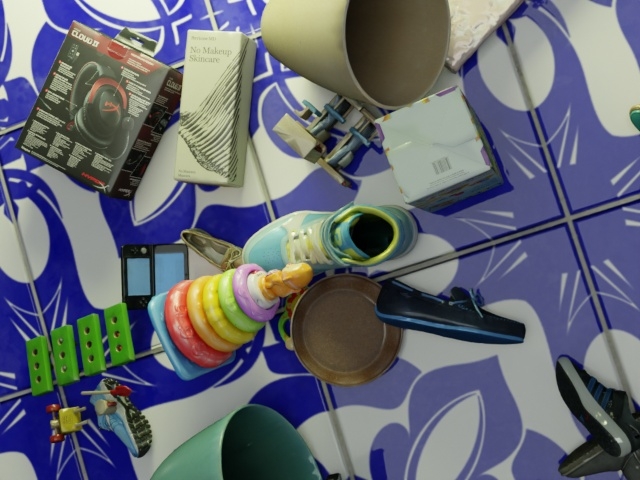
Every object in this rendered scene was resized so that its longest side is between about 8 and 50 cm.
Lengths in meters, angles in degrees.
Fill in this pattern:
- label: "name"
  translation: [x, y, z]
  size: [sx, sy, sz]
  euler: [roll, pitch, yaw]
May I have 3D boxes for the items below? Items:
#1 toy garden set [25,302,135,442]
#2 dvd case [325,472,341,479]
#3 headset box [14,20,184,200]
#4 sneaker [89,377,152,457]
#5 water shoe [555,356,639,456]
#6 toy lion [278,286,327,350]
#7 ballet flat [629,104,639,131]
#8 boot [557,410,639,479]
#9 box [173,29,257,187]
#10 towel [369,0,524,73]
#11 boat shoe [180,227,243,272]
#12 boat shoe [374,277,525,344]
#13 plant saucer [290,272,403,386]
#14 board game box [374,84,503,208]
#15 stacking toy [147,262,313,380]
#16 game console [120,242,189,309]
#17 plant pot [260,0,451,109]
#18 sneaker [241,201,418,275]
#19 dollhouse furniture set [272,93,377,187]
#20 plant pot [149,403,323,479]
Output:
- label: "toy garden set"
  translation: [-0.428, 0.249, 1.896]
  size: [0.244, 0.049, 0.203]
  euler: [-21, 71, 26]
- label: "dvd case"
  translation: [0.033, 0.497, 1.719]
  size: [0.030, 0.238, 0.179]
  euler: [-11, 86, 2]
- label: "headset box"
  translation: [-0.397, -0.252, 1.910]
  size: [0.218, 0.110, 0.293]
  euler: [27, 94, 12]
- label: "sneaker"
  translation: [-0.375, 0.339, 1.920]
  size: [0.073, 0.063, 0.162]
  euler: [-42, 71, 19]
- label: "water shoe"
  translation: [0.462, 0.269, 1.692]
  size: [0.080, 0.073, 0.203]
  euler: [-17, 47, -14]
- label: "toy lion"
  translation: [-0.034, 0.137, 1.855]
  size: [0.100, 0.034, 0.096]
  euler: [-34, 74, 11]
- label: "ballet flat"
  translation: [0.622, -0.171, 1.697]
  size: [0.232, 0.080, 0.073]
  euler: [34, 68, 10]
- label: "boot"
  translation: [0.525, 0.411, 1.699]
  size: [0.190, 0.076, 0.208]
  euler: [-34, 88, 12]
- label: "box"
  translation: [-0.190, -0.237, 1.869]
  size: [0.113, 0.094, 0.275]
  euler: [4, 90, 14]
- label: "towel"
  translation: [0.223, -0.508, 1.802]
  size: [0.332, 0.053, 0.317]
  euler: [43, 99, 11]
- label: "boat shoe"
  translation: [-0.186, 0.023, 1.883]
  size: [0.153, 0.048, 0.056]
  euler: [32, 96, 12]
- label: "boat shoe"
  translation: [0.224, 0.116, 1.750]
  size: [0.258, 0.109, 0.089]
  euler: [13, 74, 4]
- label: "plant saucer"
  translation: [0.045, 0.158, 1.807]
  size: [0.199, 0.036, 0.198]
  euler: [1, 81, -6]
- label: "board game box"
  translation: [0.200, -0.141, 1.680]
  size: [0.144, 0.275, 0.142]
  euler: [-22, 83, 12]
- label: "stacking toy"
  translation: [-0.134, 0.105, 1.763]
  size: [0.302, 0.175, 0.165]
  euler: [-29, 83, 31]
- label: "game console"
  translation: [-0.306, 0.066, 1.901]
  size: [0.071, 0.107, 0.122]
  euler: [-5, 86, 42]
- label: "plant pot"
  translation: [0.035, -0.357, 1.741]
  size: [0.274, 0.256, 0.256]
  euler: [13, 91, 46]
- label: "sneaker"
  translation: [0.000, 0.000, 1.754]
  size: [0.319, 0.208, 0.127]
  euler: [-14, 88, 10]
- label: "dollhouse furniture set"
  translation: [0.028, -0.184, 1.769]
  size: [0.129, 0.184, 0.129]
  euler: [43, 98, 11]
- label: "plant pot"
  translation: [-0.163, 0.459, 1.753]
  size: [0.235, 0.293, 0.293]
  euler: [-28, 82, 25]
